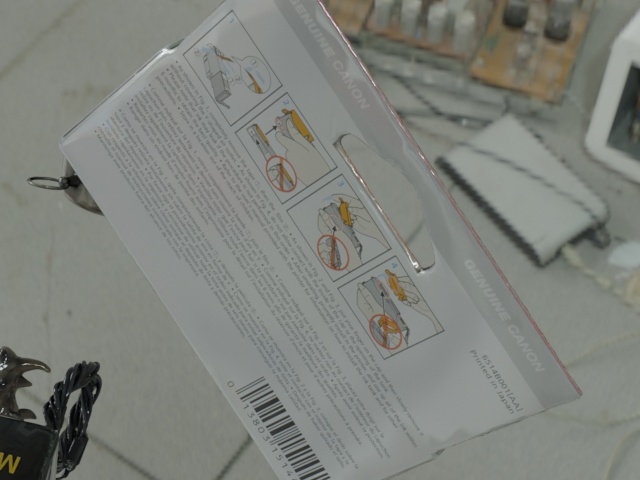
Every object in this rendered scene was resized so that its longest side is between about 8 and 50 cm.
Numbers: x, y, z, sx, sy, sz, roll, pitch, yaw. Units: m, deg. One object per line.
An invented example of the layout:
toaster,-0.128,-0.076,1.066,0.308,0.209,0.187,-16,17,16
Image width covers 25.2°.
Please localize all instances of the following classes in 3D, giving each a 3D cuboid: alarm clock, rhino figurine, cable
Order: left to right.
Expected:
rhino figurine,-0.368,0.176,1.379,0.243,0.073,0.106,-26,80,0
cable,-0.368,0.249,2.088,0.047,0.150,0.184,11,57,13
alarm clock,-0.202,-0.059,1.390,0.129,0.064,0.192,26,21,39

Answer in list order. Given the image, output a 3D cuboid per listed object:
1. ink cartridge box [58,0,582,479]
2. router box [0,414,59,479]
ink cartridge box,0.000,0.000,0.871,0.066,0.261,0.296,-35,93,-45
router box,-0.263,0.142,0.443,0.308,0.081,0.243,13,51,-2
